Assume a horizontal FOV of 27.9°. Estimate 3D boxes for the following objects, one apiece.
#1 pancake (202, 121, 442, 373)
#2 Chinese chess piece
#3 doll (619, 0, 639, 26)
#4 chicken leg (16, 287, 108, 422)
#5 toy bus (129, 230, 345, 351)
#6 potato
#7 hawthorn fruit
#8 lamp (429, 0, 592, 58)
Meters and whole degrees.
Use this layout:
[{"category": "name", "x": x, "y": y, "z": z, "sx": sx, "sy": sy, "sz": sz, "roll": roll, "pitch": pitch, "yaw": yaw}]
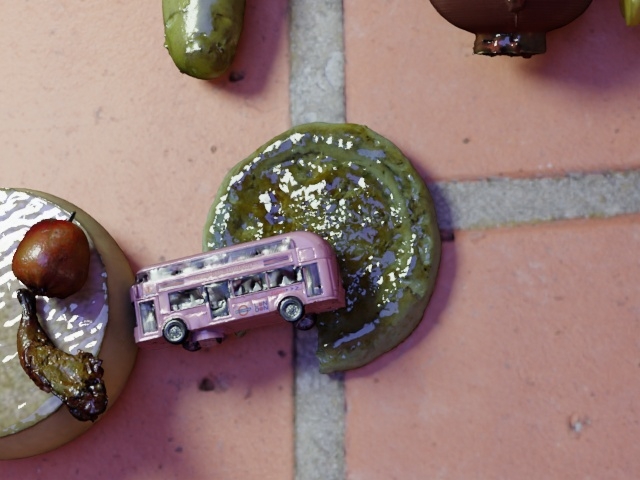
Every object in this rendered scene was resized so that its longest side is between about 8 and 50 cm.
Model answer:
[{"category": "pancake", "x": 0.000, "y": 0.000, "z": 1.265, "sx": 0.254, "sy": 0.037, "sz": 0.253, "roll": -2, "pitch": 79, "yaw": 12}, {"category": "Chinese chess piece", "x": -0.311, "y": 0.081, "z": 1.272, "sx": 0.270, "sy": 0.112, "sz": 0.270, "roll": -3, "pitch": 76, "yaw": 10}, {"category": "doll", "x": 0.451, "y": -0.290, "z": 1.191, "sx": 0.363, "sy": 0.145, "sz": 0.199, "roll": -11, "pitch": 69, "yaw": 2}, {"category": "chicken leg", "x": -0.245, "y": 0.106, "z": 1.180, "sx": 0.145, "sy": 0.037, "sz": 0.062, "roll": 43, "pitch": 64, "yaw": 15}, {"category": "toy bus", "x": -0.080, "y": 0.051, "z": 1.226, "sx": 0.203, "sy": 0.063, "sz": 0.090, "roll": -14, "pitch": 75, "yaw": 10}, {"category": "potato", "x": -0.116, "y": -0.253, "z": 1.327, "sx": 0.105, "sy": 0.085, "sz": 0.188, "roll": -16, "pitch": 68, "yaw": 49}, {"category": "hawthorn fruit", "x": -0.247, "y": 0.016, "z": 1.186, "sx": 0.077, "sy": 0.077, "sz": 0.077, "roll": -3, "pitch": 76, "yaw": 11}, {"category": "lamp", "x": 0.179, "y": -0.300, "z": 1.210, "sx": 0.180, "sy": 0.180, "sz": 0.258, "roll": 0, "pitch": 98, "yaw": 12}]
